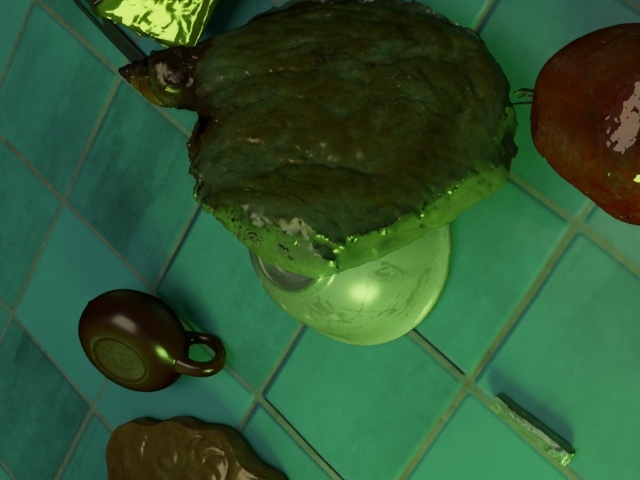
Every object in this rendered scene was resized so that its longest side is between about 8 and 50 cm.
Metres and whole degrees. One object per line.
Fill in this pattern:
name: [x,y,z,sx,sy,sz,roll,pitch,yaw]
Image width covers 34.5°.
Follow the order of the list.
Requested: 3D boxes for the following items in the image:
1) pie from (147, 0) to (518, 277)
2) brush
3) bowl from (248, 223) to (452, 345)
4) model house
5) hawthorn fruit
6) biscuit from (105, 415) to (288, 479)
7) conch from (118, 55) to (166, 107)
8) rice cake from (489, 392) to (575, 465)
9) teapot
pie: [0.025,-0.128,1.199,0.418,0.395,0.180,-126,20,-44]
brush: [-0.322,-0.316,1.635,0.266,0.027,0.062,46,117,23]
bowl: [0.000,0.000,1.351,0.313,0.146,0.313,6,101,34]
model house: [-0.236,-0.419,1.479,0.193,0.175,0.234,-55,40,26]
hawthorn fruit: [0.319,-0.137,1.109,0.299,0.211,0.211,30,111,47]
biscuit: [-0.197,0.457,1.588,0.385,0.062,0.365,7,97,34]
conch: [-0.189,-0.245,1.523,0.233,0.080,0.086,-9,127,18]
rice cake: [0.261,0.233,1.277,0.121,0.021,0.022,37,123,26]
teapot: [-0.257,0.144,1.576,0.252,0.135,0.178,14,137,15]
